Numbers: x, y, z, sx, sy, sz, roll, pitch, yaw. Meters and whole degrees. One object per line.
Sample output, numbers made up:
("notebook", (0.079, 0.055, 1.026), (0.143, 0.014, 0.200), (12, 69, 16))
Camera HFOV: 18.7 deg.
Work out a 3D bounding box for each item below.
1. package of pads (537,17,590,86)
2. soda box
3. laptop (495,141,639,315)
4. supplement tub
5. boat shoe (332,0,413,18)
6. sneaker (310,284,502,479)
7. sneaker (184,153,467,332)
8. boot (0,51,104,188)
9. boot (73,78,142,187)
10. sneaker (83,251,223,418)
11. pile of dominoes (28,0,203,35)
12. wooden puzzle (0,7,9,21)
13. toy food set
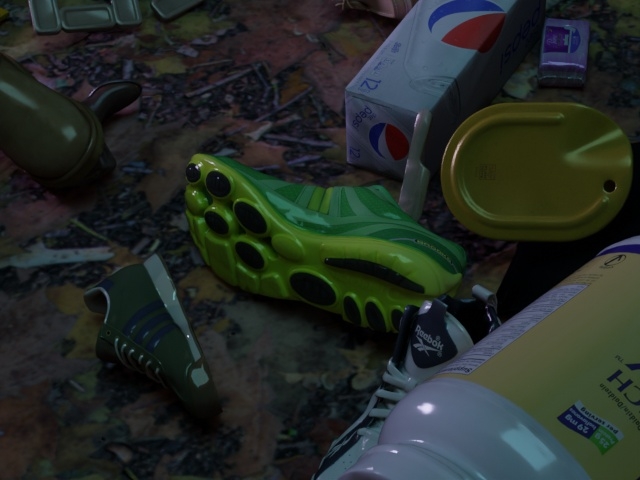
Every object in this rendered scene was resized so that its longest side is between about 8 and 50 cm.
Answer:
("package of pads", (0.249, -0.191, 1.985), (0.050, 0.032, 0.083), (5, 44, 6))
("soda box", (0.129, -0.182, 1.935), (0.091, 0.098, 0.286), (20, 47, 22))
("laptop", (0.327, 0.025, 1.767), (0.264, 0.136, 0.234), (32, 49, -2))
("supplement tub", (0.194, 0.168, 1.456), (0.331, 0.241, 0.241), (-34, 52, -29))
("boat shoe", (0.032, -0.272, 2.065), (0.059, 0.063, 0.170), (-29, 40, -22))
("sneaker", (0.074, 0.122, 1.573), (0.235, 0.153, 0.094), (-33, 49, -29))
("sneaker", (0.000, 0.000, 1.762), (0.295, 0.109, 0.123), (25, 29, 27))
("boot", (-0.357, -0.161, 1.822), (0.236, 0.269, 0.089), (34, 91, 42))
("boot", (-0.213, -0.104, 1.911), (0.106, 0.037, 0.114), (-24, 43, -3))
("sneaker", (-0.151, 0.094, 1.687), (0.086, 0.064, 0.192), (-20, 45, -7))
("pile of dominoes", (-0.239, -0.327, 2.116), (0.196, 0.040, 0.251), (-6, 65, -19))
("wooden puzzle", (-0.400, -0.239, 2.083), (0.116, 0.014, 0.078), (18, 43, 20))
("toy food set", (0.186, -0.059, 1.784), (0.218, 0.071, 0.128), (3, 84, 22))
